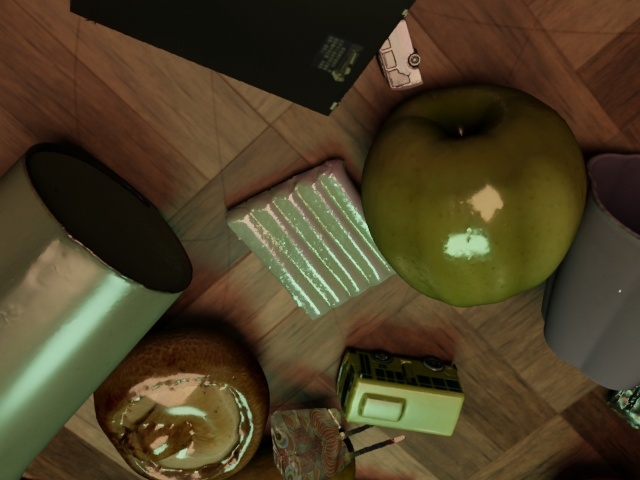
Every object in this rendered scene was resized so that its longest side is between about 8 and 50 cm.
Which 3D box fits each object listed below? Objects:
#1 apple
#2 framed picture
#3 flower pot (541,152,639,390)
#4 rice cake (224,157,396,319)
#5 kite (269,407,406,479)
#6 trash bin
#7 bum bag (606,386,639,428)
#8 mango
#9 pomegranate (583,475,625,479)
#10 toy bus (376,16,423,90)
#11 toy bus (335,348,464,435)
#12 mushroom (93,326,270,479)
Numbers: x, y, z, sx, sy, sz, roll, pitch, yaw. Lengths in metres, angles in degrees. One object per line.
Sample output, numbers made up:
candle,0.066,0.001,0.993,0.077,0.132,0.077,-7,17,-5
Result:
apple,0.188,-0.055,0.925,0.279,0.279,0.279,-2,116,-4
framed picture,-0.099,-0.259,0.825,0.338,0.014,0.255,20,154,-13
flower pot,0.414,0.055,0.984,0.265,0.265,0.243,12,124,-11
rice cake,0.000,0.000,1.035,0.189,0.037,0.198,-27,115,8
kite,0.031,0.295,1.120,0.229,0.016,0.127,-6,79,-31
trash bin,-0.389,0.116,0.929,0.280,0.280,0.432,41,103,-21
bum bag,0.533,0.185,1.153,0.102,0.069,0.248,29,116,21
mango,-0.087,0.406,1.131,0.329,0.175,0.177,-22,92,-16
pomegranate,0.470,0.518,1.200,0.264,0.264,0.264,-2,116,-4
toy bus,0.088,-0.247,0.924,0.052,0.037,0.131,-18,115,6
toy bus,0.115,0.223,1.117,0.174,0.101,0.088,10,114,-8
mushroom,-0.190,0.228,1.060,0.253,0.153,0.253,-6,121,-10
